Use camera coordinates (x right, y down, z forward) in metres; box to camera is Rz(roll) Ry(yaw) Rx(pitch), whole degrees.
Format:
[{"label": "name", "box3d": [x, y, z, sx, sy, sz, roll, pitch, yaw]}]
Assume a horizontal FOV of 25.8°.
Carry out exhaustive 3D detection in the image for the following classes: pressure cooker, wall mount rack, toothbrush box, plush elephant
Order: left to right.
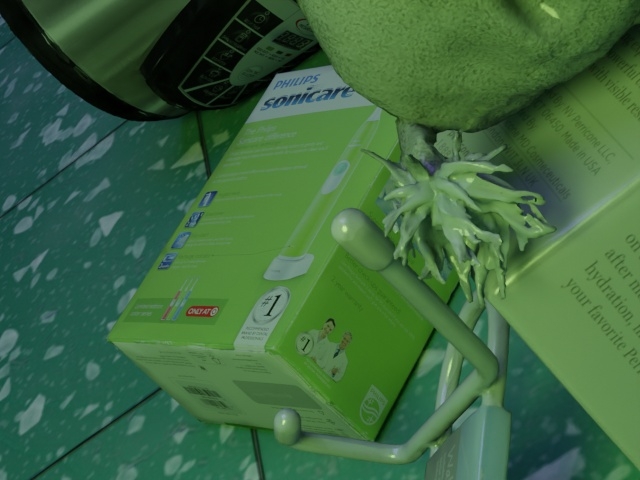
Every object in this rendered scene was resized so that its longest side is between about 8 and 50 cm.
[{"label": "pressure cooker", "box3d": [-0.101, -0.358, 1.374, 0.420, 0.375, 0.370, -29, 31, 23]}, {"label": "toothbrush box", "box3d": [0.000, 0.000, 1.070, 0.206, 0.122, 0.283, -2, 51, 48]}, {"label": "wall mount rack", "box3d": [0.027, 0.155, 0.693, 0.304, 0.131, 0.350, 112, 167, -63]}, {"label": "plush elephant", "box3d": [0.100, -0.171, 0.601, 0.255, 0.272, 0.330, -35, 58, 40]}]

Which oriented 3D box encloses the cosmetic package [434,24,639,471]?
[{"label": "cosmetic package", "box3d": [0.298, -0.080, 0.724, 0.453, 0.230, 0.161, -37, 32, 9]}]
